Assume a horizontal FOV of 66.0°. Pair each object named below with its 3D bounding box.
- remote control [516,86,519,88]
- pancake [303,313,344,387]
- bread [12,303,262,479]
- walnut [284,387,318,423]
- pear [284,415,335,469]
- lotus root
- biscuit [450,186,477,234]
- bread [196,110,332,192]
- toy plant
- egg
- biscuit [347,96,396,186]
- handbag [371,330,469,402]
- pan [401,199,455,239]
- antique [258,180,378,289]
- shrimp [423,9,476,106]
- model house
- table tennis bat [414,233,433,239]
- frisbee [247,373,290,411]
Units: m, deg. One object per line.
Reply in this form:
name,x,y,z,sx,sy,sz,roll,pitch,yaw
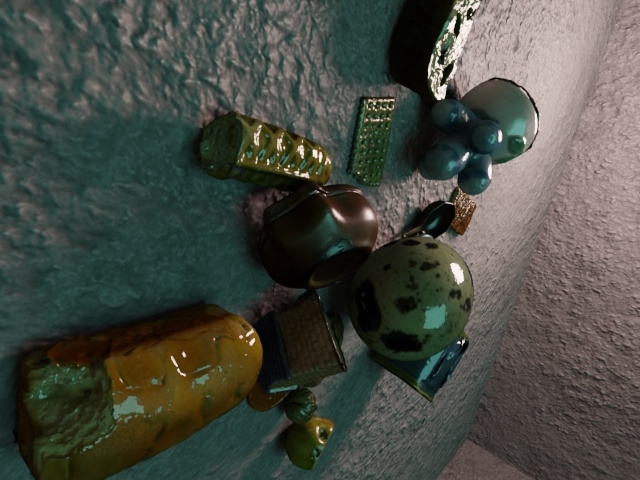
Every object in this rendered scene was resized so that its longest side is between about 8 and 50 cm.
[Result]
remote control,0.590,-0.430,1.587,0.222,0.042,0.072,-44,142,-32
pancake,0.007,0.275,1.211,0.199,0.021,0.199,-44,144,-44
bread,-0.241,0.216,0.712,0.344,0.148,0.195,-13,120,-51
walnut,-0.047,0.396,1.181,0.092,0.092,0.092,-34,136,-40
pear,-0.034,0.503,1.251,0.141,0.104,0.141,-57,171,-14
lotus root,0.228,-0.417,1.003,0.138,0.119,0.235,10,104,-57
biscuit,0.472,-0.093,1.657,0.231,0.025,0.131,18,96,-57
bread,-0.073,-0.129,0.786,0.269,0.087,0.098,4,104,-57
toy plant,0.370,-0.249,1.236,0.332,0.247,0.247,-34,136,-35
egg,0.229,0.133,1.208,0.379,0.287,0.288,-28,132,-42
biscuit,0.110,-0.209,1.064,0.144,0.016,0.203,-17,124,-50
handbag,0.316,0.339,1.539,0.241,0.222,0.263,-54,145,-10
pan,0.303,-0.065,1.404,0.202,0.048,0.128,6,117,-45
antique,0.000,0.000,0.894,0.223,0.129,0.278,-31,159,0
shrimp,0.318,-0.443,1.189,0.262,0.051,0.198,-60,154,-3
model house,-0.050,0.216,0.977,0.172,0.166,0.183,-22,151,0
table tennis bat,0.277,0.072,1.458,0.153,0.040,0.244,-34,143,-14
frisbee,-0.085,0.301,1.104,0.192,0.035,0.192,-34,136,-41
